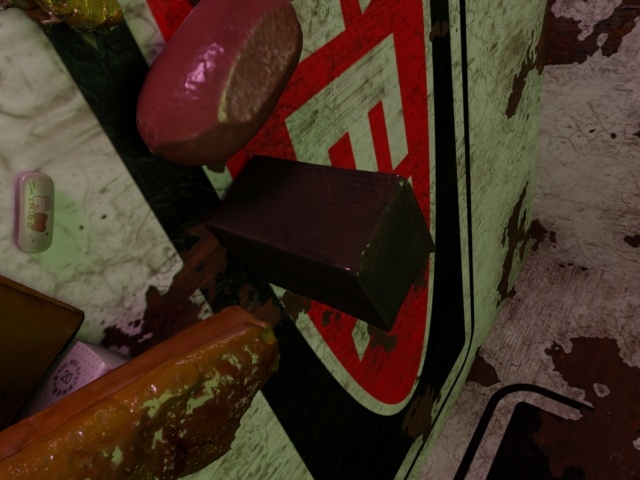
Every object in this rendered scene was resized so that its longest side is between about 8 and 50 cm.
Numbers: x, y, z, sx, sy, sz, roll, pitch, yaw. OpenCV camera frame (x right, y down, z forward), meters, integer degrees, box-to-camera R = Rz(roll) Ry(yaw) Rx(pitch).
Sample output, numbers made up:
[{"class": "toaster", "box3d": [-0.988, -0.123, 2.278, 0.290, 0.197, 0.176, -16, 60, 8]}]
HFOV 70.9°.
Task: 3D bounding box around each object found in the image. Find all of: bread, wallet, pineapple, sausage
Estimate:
[{"class": "bread", "box3d": [-0.185, 0.220, 0.472, 0.380, 0.109, 0.186, -28, 124, -48]}, {"class": "wallet", "box3d": [-0.348, 0.125, 0.427, 0.196, 0.041, 0.161, -63, 149, -18]}, {"class": "pineapple", "box3d": [-0.243, -0.246, 0.405, 0.137, 0.069, 0.117, 10, 90, -64]}, {"class": "sausage", "box3d": [-0.110, -0.202, 0.539, 0.148, 0.148, 0.255, 40, 68, -53]}]

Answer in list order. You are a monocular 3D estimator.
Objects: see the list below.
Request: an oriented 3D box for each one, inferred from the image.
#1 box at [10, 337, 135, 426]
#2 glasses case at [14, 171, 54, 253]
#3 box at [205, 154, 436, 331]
[{"class": "box", "box3d": [-0.289, 0.304, 0.535, 0.331, 0.095, 0.210, -64, 145, -16]}, {"class": "glasses case", "box3d": [-0.290, -0.028, 0.456, 0.032, 0.021, 0.084, -5, 108, -52]}, {"class": "box", "box3d": [0.001, -0.002, 0.650, 0.143, 0.273, 0.184, -60, 143, -19]}]
